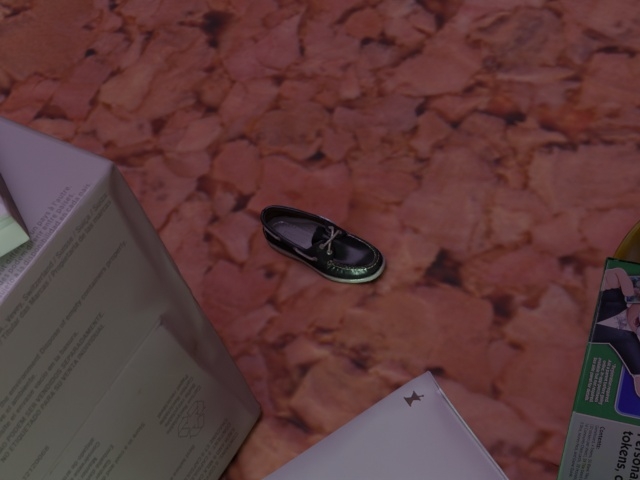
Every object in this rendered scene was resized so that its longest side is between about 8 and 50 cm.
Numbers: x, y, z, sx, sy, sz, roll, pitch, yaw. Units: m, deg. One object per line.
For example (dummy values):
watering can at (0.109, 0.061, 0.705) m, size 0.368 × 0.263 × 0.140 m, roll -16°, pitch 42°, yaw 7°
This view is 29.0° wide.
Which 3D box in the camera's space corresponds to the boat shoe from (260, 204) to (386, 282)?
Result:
boat shoe at (0.000, 0.000, 1.098) m, size 0.125 × 0.038 × 0.046 m, roll 24°, pitch 66°, yaw 31°

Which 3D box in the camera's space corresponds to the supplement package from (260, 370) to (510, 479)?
supplement package at (0.071, 0.263, 0.824) m, size 0.204 × 0.145 × 0.262 m, roll -32°, pitch 52°, yaw -6°

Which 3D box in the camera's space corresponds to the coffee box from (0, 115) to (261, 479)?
coffee box at (-0.307, 0.117, 0.928) m, size 0.334 × 0.338 × 0.338 m, roll 22°, pitch 65°, yaw 30°

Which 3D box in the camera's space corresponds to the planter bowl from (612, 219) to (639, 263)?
planter bowl at (0.323, 0.065, 0.914) m, size 0.217 × 0.090 × 0.217 m, roll -10°, pitch 54°, yaw 14°

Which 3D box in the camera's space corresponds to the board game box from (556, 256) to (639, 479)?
board game box at (0.249, 0.160, 0.742) m, size 0.213 × 0.046 × 0.317 m, roll 11°, pitch 52°, yaw 15°

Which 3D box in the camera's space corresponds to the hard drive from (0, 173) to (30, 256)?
hard drive at (-0.353, 0.007, 0.781) m, size 0.307 × 0.040 × 0.203 m, roll -31°, pitch 52°, yaw -5°
